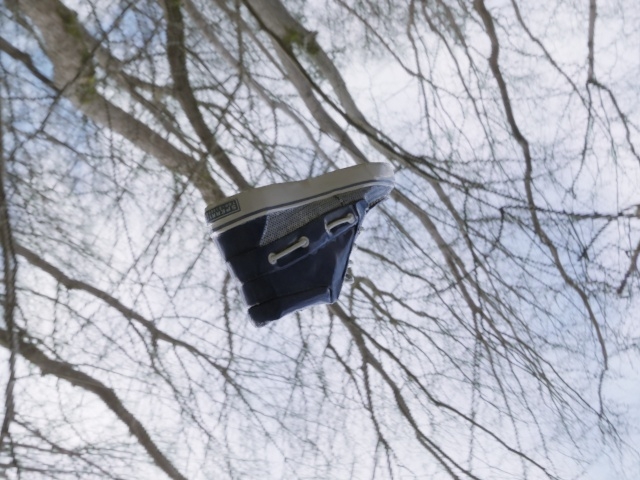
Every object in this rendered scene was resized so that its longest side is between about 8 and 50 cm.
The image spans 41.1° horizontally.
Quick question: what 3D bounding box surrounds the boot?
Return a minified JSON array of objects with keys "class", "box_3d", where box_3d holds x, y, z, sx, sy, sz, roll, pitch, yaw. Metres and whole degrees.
[{"class":"boot","box_3d":[0.000,0.000,0.601,0.069,0.190,0.086,-22,-92,41]}]
